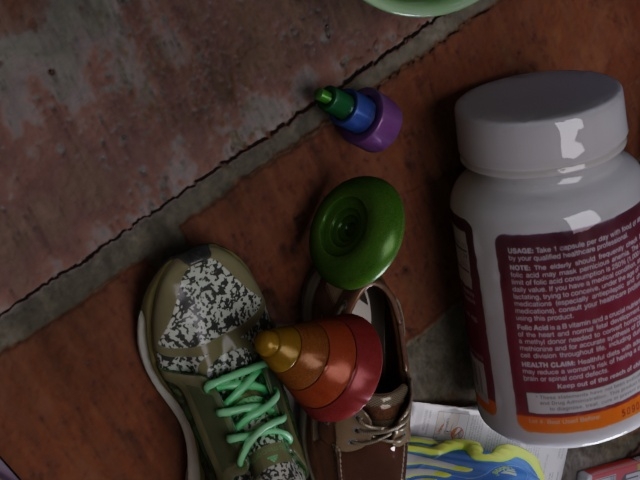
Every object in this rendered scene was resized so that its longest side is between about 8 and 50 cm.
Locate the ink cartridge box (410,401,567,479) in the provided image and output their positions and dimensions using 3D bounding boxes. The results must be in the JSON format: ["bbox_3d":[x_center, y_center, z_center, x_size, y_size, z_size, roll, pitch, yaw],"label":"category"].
[{"bbox_3d":[0.190,0.287,1.954,0.224,0.056,0.181,8,100,-15],"label":"ink cartridge box"}]

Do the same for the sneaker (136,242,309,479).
[{"bbox_3d":[-0.070,0.197,1.671,0.158,0.182,0.410,-24,115,-24],"label":"sneaker"}]

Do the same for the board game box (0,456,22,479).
[{"bbox_3d":[-0.397,0.290,1.579,0.208,0.056,0.347,-41,122,-11],"label":"board game box"}]

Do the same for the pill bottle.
[{"bbox_3d":[0.269,0.018,1.806,0.224,0.224,0.392,-20,115,-26],"label":"pill bottle"}]

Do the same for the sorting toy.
[{"bbox_3d":[0.000,0.000,1.653,0.126,0.127,0.366,22,72,-43],"label":"sorting toy"}]

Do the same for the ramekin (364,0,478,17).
[{"bbox_3d":[0.076,-0.388,1.609,0.303,0.148,0.303,-10,109,-29],"label":"ramekin"}]

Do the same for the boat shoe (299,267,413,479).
[{"bbox_3d":[0.045,0.181,1.753,0.123,0.116,0.324,-13,103,-20],"label":"boat shoe"}]

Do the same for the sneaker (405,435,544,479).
[{"bbox_3d":[0.159,0.288,1.852,0.240,0.126,0.091,-4,105,-14],"label":"sneaker"}]

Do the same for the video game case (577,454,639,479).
[{"bbox_3d":[0.464,0.382,2.156,0.285,0.025,0.204,-10,109,-30],"label":"video game case"}]
